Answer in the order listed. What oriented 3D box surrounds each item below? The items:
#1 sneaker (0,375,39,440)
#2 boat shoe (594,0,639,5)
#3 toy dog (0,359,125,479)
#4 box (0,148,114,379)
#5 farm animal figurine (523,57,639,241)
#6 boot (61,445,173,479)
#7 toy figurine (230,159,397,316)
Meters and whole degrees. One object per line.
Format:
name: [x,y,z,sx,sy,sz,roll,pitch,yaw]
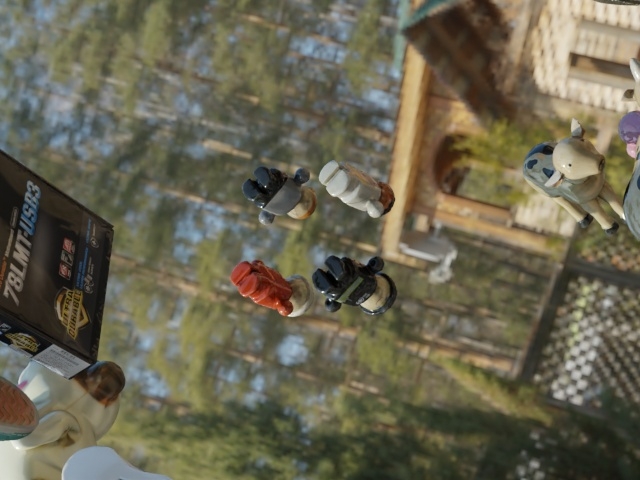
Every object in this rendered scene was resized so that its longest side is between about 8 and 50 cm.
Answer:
sneaker: [-0.571,0.250,1.776,0.121,0.302,0.108,-51,37,28]
boat shoe: [0.248,-0.250,1.061,0.227,0.069,0.081,12,-65,-39]
toy dog: [-0.510,0.412,2.355,0.284,0.395,0.408,136,147,-54]
box: [-0.461,0.025,1.865,0.293,0.073,0.296,39,-145,-34]
farm animal figurine: [0.350,-0.095,1.242,0.330,0.172,0.327,-36,28,28]
boot: [-0.203,0.287,1.315,0.069,0.190,0.086,-50,-51,-25]
toy figurine: [0.000,0.000,1.639,0.148,0.213,0.210,23,-114,-52]
